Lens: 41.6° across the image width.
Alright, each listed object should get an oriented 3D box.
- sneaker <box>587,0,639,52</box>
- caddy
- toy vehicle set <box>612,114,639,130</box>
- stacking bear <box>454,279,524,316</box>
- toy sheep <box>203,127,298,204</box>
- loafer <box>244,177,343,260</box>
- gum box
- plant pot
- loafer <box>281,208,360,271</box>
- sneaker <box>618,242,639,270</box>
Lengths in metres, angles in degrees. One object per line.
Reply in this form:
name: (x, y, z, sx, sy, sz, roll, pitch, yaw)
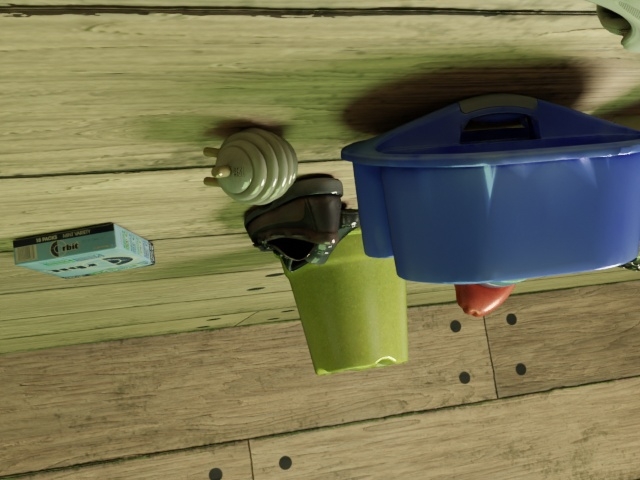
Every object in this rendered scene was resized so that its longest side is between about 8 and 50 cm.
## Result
sneaker: (0.283, -0.182, 0.595, 0.146, 0.122, 0.331, 2, 178, 44)
caddy: (0.192, -0.070, 0.917, 0.341, 0.179, 0.241, -6, -169, -14)
toy vehicle set: (0.497, -0.069, 1.052, 0.267, 0.035, 0.166, 34, 170, -32)
stacking bear: (0.311, -0.015, 1.370, 0.164, 0.175, 0.289, -28, 167, -22)
toy sheep: (-0.074, -0.078, 0.896, 0.091, 0.091, 0.132, -16, -174, 36)
loafer: (-0.044, -0.010, 1.248, 0.109, 0.095, 0.302, -4, 169, -20)
gum box: (-0.361, 0.020, 1.310, 0.157, 0.041, 0.184, -10, 170, 5)
plant pot: (0.062, 0.123, 1.617, 0.276, 0.253, 0.276, -8, 169, -2)
loafer: (0.000, 0.000, 1.386, 0.076, 0.078, 0.223, -3, 168, -31)
sneaker: (0.324, -0.060, 1.133, 0.130, 0.147, 0.330, 19, 179, -37)
